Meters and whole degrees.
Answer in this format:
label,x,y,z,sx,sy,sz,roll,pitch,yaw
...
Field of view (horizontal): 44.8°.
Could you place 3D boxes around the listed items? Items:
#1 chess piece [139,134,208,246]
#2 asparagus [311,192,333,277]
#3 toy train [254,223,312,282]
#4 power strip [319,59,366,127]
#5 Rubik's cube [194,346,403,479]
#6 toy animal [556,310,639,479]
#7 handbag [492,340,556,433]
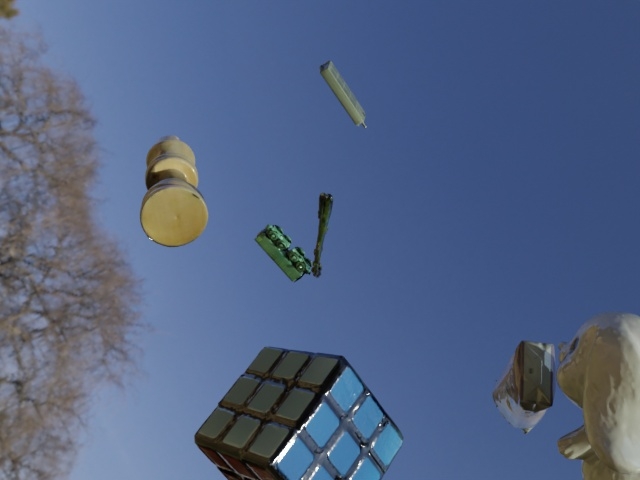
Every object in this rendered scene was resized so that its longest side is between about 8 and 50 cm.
label,x,y,z,sx,sy,sz,roll,pitch,yaw
chess piece,-0.292,-0.120,1.514,0.397,0.117,0.117,-116,-162,-63
asparagus,0.000,0.000,1.332,0.022,0.023,0.233,38,-33,21
toy train,-0.080,0.027,1.735,0.148,0.038,0.071,48,-51,-7
power strip,0.043,-0.251,1.347,0.019,0.051,0.136,-30,-70,19
Rubik's cube,-0.024,0.243,0.947,0.163,0.162,0.160,-2,-49,47
toy animal,0.443,0.258,1.128,0.174,0.249,0.289,-12,-69,39
handbag,0.351,0.255,1.336,0.095,0.117,0.173,8,-28,8
